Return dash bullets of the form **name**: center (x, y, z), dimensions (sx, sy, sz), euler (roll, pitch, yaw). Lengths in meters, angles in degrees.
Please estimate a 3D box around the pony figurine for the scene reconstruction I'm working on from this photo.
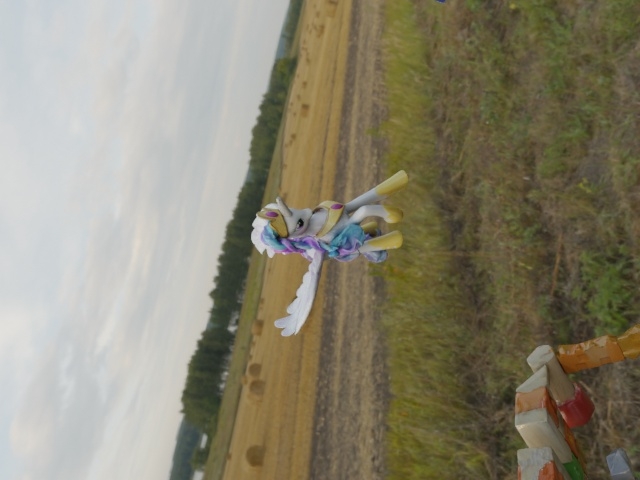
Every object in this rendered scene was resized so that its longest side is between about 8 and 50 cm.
- **pony figurine**: center (0.000, 0.000, 1.263), dimensions (0.302, 0.364, 0.351), euler (63, 149, 27)

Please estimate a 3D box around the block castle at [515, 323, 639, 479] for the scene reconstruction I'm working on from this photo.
- **block castle**: center (0.492, 0.350, 0.885), dimensions (0.303, 0.212, 0.453), euler (-24, 21, 28)

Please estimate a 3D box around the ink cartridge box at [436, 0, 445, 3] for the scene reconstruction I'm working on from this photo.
- **ink cartridge box**: center (0.204, -0.571, 0.985), dimensions (0.332, 0.165, 0.065), euler (108, 174, -50)
